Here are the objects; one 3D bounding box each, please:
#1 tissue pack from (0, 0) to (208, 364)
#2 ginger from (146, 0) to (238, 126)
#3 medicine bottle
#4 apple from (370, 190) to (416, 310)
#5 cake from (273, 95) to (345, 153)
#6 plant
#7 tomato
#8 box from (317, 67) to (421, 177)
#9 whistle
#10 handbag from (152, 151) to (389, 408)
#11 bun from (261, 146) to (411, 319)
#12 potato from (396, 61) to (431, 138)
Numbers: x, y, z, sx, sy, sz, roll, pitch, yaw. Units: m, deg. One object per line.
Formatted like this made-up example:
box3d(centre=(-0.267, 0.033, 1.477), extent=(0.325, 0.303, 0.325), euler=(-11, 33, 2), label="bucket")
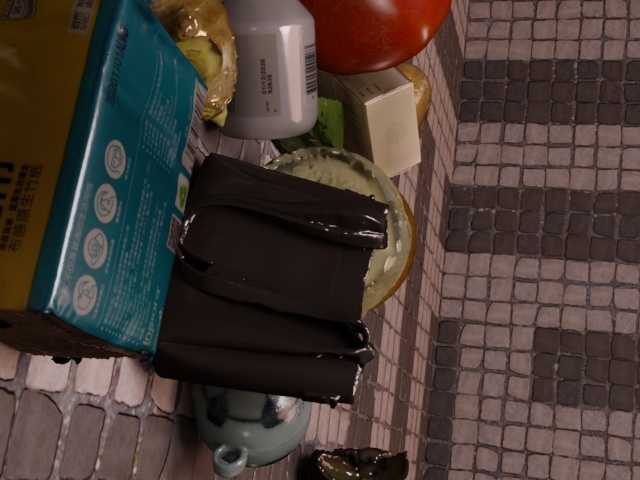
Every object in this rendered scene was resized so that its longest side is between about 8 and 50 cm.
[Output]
box3d(centre=(-0.200, -0.047, 0.726), extent=(0.192, 0.134, 0.271), euler=(52, 44, -65), label="tissue pack")
box3d(centre=(-0.143, -0.210, 0.953), extent=(0.157, 0.102, 0.216), euler=(-109, -177, -53), label="ginger")
box3d(centre=(-0.073, -0.244, 1.121), extent=(0.135, 0.135, 0.215), euler=(-49, 139, -65), label="medicine bottle")
box3d(centre=(0.023, -0.005, 1.412), extent=(0.226, 0.246, 0.246), euler=(29, 64, -55), label="apple")
box3d(centre=(-0.033, -0.199, 1.333), extent=(0.235, 0.100, 0.099), euler=(47, 47, -69), label="cake")
box3d(centre=(0.054, 0.467, 1.615), extent=(0.234, 0.204, 0.178), euler=(85, 5, -62), label="plant")
box3d(centre=(0.056, -0.410, 1.296), extent=(0.290, 0.293, 0.325), euler=(27, 71, -57), label="tomato")
box3d(centre=(0.070, -0.225, 1.492), extent=(0.212, 0.095, 0.168), euler=(50, -21, 43), label="box")
box3d(centre=(-0.078, 0.190, 1.161), extent=(0.290, 0.163, 0.163), euler=(-66, 154, -49), label="whistle")
box3d(centre=(-0.052, 0.042, 1.049), extent=(0.113, 0.257, 0.285), euler=(102, 0, -58), label="handbag")
box3d(centre=(0.000, 0.000, 1.215), extent=(0.152, 0.259, 0.259), euler=(44, 51, -68), label="bun")
box3d(centre=(0.179, -0.298, 1.978), extent=(0.150, 0.146, 0.234), euler=(-34, 159, -15), label="potato")
